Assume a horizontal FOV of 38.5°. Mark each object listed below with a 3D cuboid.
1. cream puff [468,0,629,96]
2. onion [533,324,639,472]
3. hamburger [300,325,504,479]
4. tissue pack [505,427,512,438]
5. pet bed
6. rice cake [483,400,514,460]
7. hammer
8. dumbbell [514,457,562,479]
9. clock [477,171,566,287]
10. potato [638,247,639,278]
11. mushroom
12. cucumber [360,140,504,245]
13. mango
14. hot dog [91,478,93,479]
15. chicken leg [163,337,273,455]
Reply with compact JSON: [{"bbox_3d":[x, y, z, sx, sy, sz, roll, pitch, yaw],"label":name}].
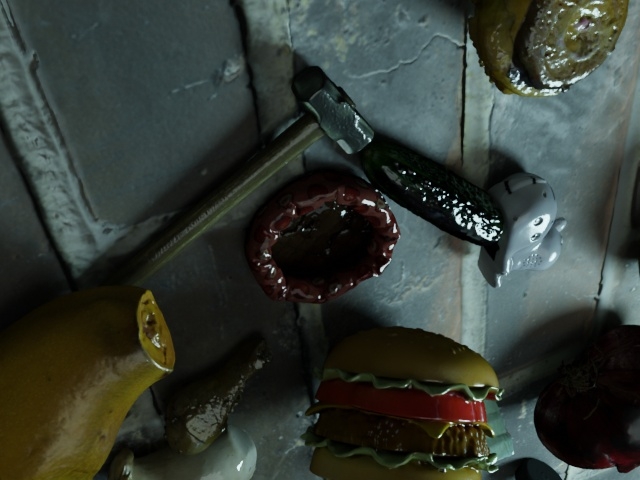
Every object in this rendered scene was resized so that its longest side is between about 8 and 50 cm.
[{"bbox_3d":[0.236,-0.242,0.973,0.189,0.129,0.189,-16,127,-22],"label":"cream puff"},{"bbox_3d":[0.493,0.277,1.540,0.280,0.221,0.281,-5,117,-11],"label":"onion"},{"bbox_3d":[0.116,0.225,1.260,0.274,0.274,0.212,12,83,-36],"label":"hamburger"},{"bbox_3d":[0.273,0.344,1.583,0.094,0.074,0.059,-17,133,-18],"label":"tissue pack"},{"bbox_3d":[0.000,0.000,1.125,0.201,0.053,0.201,-12,131,-14],"label":"pet bed"},{"bbox_3d":[0.193,0.328,1.499,0.237,0.127,0.043,-15,169,-19],"label":"rice cake"},{"bbox_3d":[-0.109,-0.046,1.036,0.365,0.043,0.111,-38,138,11],"label":"hammer"},{"bbox_3d":[0.386,0.523,1.794,0.100,0.100,0.191,11,123,-36],"label":"dumbbell"},{"bbox_3d":[0.283,-0.021,1.241,0.117,0.080,0.176,-16,136,-15],"label":"clock"},{"bbox_3d":[0.663,0.034,1.403,0.359,0.219,0.270,-11,127,-23],"label":"potato"},{"bbox_3d":[-0.192,0.322,1.294,0.212,0.088,0.097,-6,123,-16],"label":"mushroom"},{"bbox_3d":[0.138,-0.058,1.132,0.241,0.074,0.074,24,115,-41],"label":"cucumber"},{"bbox_3d":[-0.310,0.183,1.040,0.187,0.144,0.359,37,103,-1],"label":"mango"},{"bbox_3d":[-0.381,0.386,1.202,0.259,0.114,0.175,-50,175,22],"label":"hot dog"},{"bbox_3d":[-0.139,0.206,1.230,0.198,0.085,0.069,-47,176,7],"label":"chicken leg"}]
